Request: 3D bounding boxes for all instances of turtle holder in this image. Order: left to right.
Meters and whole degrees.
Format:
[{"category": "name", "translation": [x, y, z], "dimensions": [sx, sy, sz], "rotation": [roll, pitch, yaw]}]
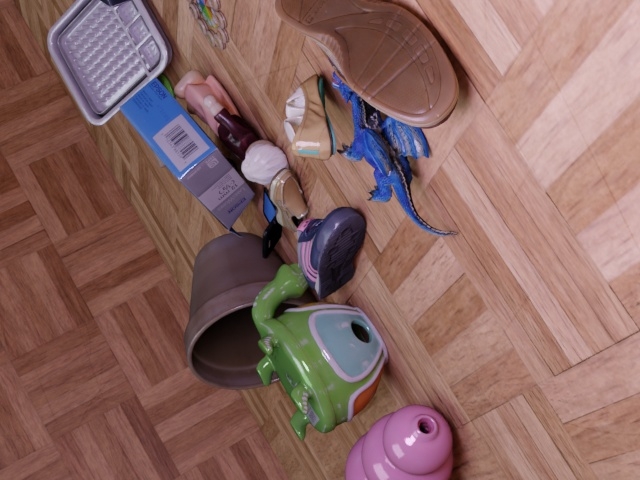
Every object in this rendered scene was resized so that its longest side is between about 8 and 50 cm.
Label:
[{"category": "turtle holder", "translation": [-0.009, 0.226, 2.069], "dimensions": [0.320, 0.227, 0.243], "rotation": [47, 158, 41]}]

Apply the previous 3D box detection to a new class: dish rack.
[{"category": "dish rack", "translation": [-0.504, -0.470, 2.461], "dimensions": [0.333, 0.072, 0.285], "rotation": [-33, 84, 34]}]

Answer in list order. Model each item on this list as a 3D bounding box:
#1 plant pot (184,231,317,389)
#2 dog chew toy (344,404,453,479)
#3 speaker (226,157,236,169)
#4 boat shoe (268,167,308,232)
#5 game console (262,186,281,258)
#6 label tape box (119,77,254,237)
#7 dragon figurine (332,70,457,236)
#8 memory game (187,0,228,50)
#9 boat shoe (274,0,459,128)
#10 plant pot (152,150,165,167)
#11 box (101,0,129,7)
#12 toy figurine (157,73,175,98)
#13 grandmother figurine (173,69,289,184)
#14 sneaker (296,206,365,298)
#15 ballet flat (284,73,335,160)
[{"category": "plant pot", "translation": [-0.173, 0.142, 2.358], "dimensions": [0.323, 0.323, 0.280], "rotation": [83, 170, -49]}, {"category": "dog chew toy", "translation": [0.164, 0.423, 1.953], "dimensions": [0.206, 0.206, 0.332], "rotation": [54, 152, 24]}, {"category": "speaker", "translation": [-0.222, -0.131, 2.419], "dimensions": [0.055, 0.055, 0.136], "rotation": [49, 158, 37]}, {"category": "boat shoe", "translation": [-0.053, -0.075, 2.035], "dimensions": [0.072, 0.068, 0.190], "rotation": [40, 165, 23]}, {"category": "game console", "translation": [-0.124, -0.038, 2.266], "dimensions": [0.071, 0.107, 0.122], "rotation": [27, 154, 11]}, {"category": "label tape box", "translation": [-0.272, -0.174, 2.249], "dimensions": [0.249, 0.115, 0.348], "rotation": [48, 180, 27]}, {"category": "dragon figurine", "translation": [0.100, -0.129, 1.469], "dimensions": [0.289, 0.085, 0.144], "rotation": [59, 163, 15]}, {"category": "memory game", "translation": [-0.234, -0.467, 2.024], "dimensions": [0.186, 0.012, 0.186], "rotation": [53, 160, 29]}, {"category": "boat shoe", "translation": [0.074, -0.249, 1.361], "dimensions": [0.342, 0.123, 0.123], "rotation": [42, -176, 36]}, {"category": "plant pot", "translation": [-0.365, -0.259, 2.564], "dimensions": [0.096, 0.109, 0.109], "rotation": [-6, 111, 58]}, {"category": "box", "translation": [-0.425, -0.656, 1.950], "dimensions": [0.395, 0.212, 0.293], "rotation": [38, 151, 51]}, {"category": "toy figurine", "translation": [-0.480, -0.383, 2.594], "dimensions": [0.173, 0.159, 0.130], "rotation": [46, 156, 40]}, {"category": "grandmother figurine", "translation": [-0.181, -0.232, 2.104], "dimensions": [0.342, 0.104, 0.208], "rotation": [45, -176, 35]}, {"category": "sneaker", "translation": [0.000, 0.000, 1.899], "dimensions": [0.131, 0.112, 0.319], "rotation": [53, 160, 17]}, {"category": "ballet flat", "translation": [-0.023, -0.200, 1.593], "dimensions": [0.232, 0.073, 0.080], "rotation": [-99, 5, -58]}]
